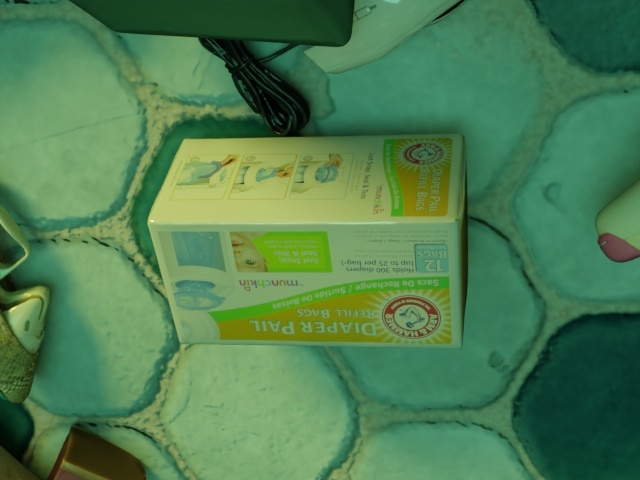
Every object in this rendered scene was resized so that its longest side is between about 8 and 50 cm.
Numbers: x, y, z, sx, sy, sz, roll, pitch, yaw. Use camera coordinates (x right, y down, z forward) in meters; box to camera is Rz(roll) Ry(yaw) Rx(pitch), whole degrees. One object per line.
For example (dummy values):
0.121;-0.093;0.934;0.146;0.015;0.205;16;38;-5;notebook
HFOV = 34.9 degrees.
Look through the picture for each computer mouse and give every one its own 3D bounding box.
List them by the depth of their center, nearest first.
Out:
0.015;-0.150;0.684;0.193;0.042;0.106;-28;104;20;computer mouse

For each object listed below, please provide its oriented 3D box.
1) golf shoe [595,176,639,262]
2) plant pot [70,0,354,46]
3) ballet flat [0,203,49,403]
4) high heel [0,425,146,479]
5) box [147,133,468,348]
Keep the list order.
0.284;-0.105;0.633;0.306;0.115;0.140;-40;79;24;golf shoe
-0.071;-0.206;0.548;0.166;0.234;0.165;5;94;8;plant pot
-0.254;0.035;0.802;0.067;0.073;0.206;-18;113;2;ballet flat
-0.347;0.195;0.847;0.377;0.127;0.181;29;104;-6;high heel
0.000;0.000;0.705;0.203;0.103;0.114;-1;128;11;box
